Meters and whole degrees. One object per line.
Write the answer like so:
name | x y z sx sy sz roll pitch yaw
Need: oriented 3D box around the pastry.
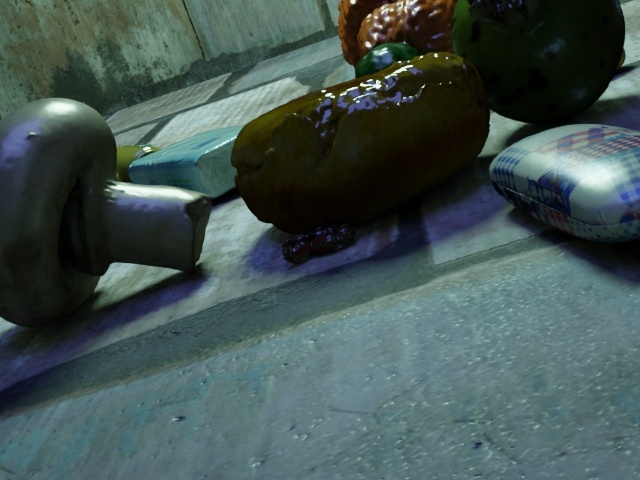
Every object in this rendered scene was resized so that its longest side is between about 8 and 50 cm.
pastry | 0.053 -0.130 1.422 0.356 0.163 0.356 -24 12 5

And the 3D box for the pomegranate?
pomegranate | 0.277 -0.265 1.452 0.242 0.242 0.306 -14 9 20

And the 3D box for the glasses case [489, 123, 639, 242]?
glasses case | 0.262 -0.061 1.078 0.125 0.076 0.327 -23 14 -6

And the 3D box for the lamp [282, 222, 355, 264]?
lamp | 0.000 0.000 1.292 0.083 0.031 0.063 -12 17 11

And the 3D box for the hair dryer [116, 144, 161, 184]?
hair dryer | -0.403 -0.081 2.020 0.279 0.090 0.135 -34 22 -24

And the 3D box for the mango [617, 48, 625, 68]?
mango | 0.423 -0.269 1.672 0.060 0.046 0.089 -9 23 34

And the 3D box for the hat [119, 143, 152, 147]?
hat | -0.378 -0.157 2.233 0.191 0.078 0.138 -28 19 -28

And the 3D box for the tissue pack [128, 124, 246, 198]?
tissue pack | -0.190 -0.129 1.883 0.177 0.089 0.263 -27 14 -31

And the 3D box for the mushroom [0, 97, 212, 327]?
mushroom | -0.291 -0.020 1.383 0.290 0.292 0.292 13 21 7

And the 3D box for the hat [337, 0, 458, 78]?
hat | 0.156 -0.371 1.974 0.285 0.285 0.400 -17 19 12
